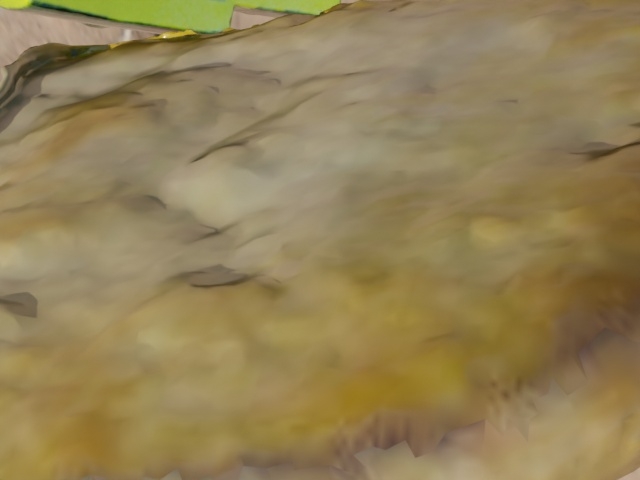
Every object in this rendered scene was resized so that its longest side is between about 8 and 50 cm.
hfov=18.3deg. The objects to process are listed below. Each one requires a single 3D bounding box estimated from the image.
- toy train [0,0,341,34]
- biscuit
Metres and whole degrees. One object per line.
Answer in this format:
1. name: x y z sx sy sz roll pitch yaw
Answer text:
1. toy train: -0.151 -0.296 1.522 0.442 0.179 0.272 5 103 -32
2. biscuit: 0.000 0.001 0.881 0.446 0.429 0.104 -8 117 11
